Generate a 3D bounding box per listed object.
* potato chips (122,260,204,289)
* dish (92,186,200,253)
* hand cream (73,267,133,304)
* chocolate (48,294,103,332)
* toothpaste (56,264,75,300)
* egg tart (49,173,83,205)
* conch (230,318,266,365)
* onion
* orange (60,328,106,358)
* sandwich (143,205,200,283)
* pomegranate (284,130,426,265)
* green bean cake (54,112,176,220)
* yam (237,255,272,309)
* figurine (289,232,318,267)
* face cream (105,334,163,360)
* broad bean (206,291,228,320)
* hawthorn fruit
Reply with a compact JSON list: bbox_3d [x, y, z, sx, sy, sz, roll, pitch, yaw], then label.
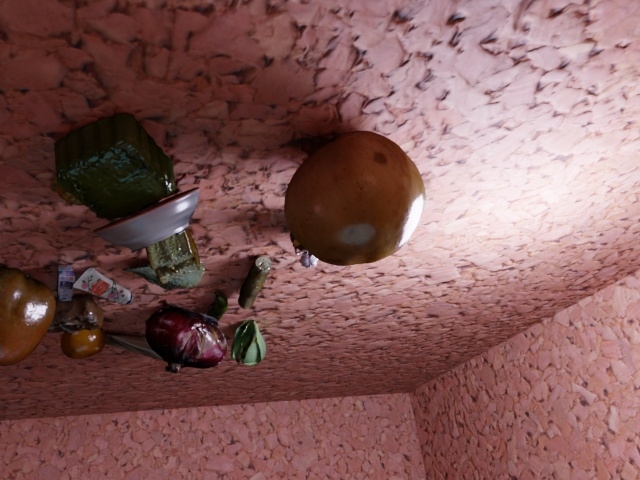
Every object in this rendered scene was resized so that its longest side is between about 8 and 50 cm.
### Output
[{"bbox_3d":[-0.474,0.096,1.844,0.228,0.059,0.167,-9,145,-1],"label":"potato chips"},{"bbox_3d":[-0.387,-0.037,1.403,0.260,0.085,0.260,-21,-169,4],"label":"dish"},{"bbox_3d":[-0.672,0.150,1.892,0.080,0.050,0.234,-47,150,-2],"label":"hand cream"},{"bbox_3d":[-0.842,0.250,1.993,0.213,0.093,0.148,-7,153,-4],"label":"chocolate"},{"bbox_3d":[-0.777,0.132,1.835,0.047,0.040,0.196,-1,154,-25],"label":"toothpaste"},{"bbox_3d":[-0.556,-0.118,1.384,0.130,0.052,0.130,-8,157,-3],"label":"egg tart"},{"bbox_3d":[-0.306,0.429,2.483,0.143,0.137,0.251,-10,154,3],"label":"conch"},{"bbox_3d":[-0.485,0.368,2.167,0.313,0.233,0.314,17,164,5],"label":"onion"},{"bbox_3d":[-0.857,0.358,2.178,0.156,0.124,0.156,-23,162,-8],"label":"orange"},{"bbox_3d":[-0.407,0.009,1.611,0.122,0.128,0.236,-15,155,-5],"label":"sandwich"},{"bbox_3d":[0.067,-0.108,1.355,0.337,0.339,0.338,-7,154,-4],"label":"pomegranate"},{"bbox_3d":[-0.429,-0.151,1.272,0.200,0.113,0.214,-21,144,12],"label":"green bean cake"},{"bbox_3d":[-0.223,0.143,2.006,0.067,0.071,0.317,38,146,5],"label":"yam"},{"bbox_3d":[-0.001,-0.001,1.734,0.174,0.116,0.240,-19,159,23],"label":"figurine"},{"bbox_3d":[-0.716,0.422,2.417,0.341,0.084,0.137,20,152,-34],"label":"face cream"},{"bbox_3d":[-0.372,0.246,2.194,0.065,0.047,0.254,7,149,-16],"label":"broad bean"},{"bbox_3d":[-0.901,0.228,1.691,0.267,0.301,0.268,15,161,5],"label":"hawthorn fruit"}]
